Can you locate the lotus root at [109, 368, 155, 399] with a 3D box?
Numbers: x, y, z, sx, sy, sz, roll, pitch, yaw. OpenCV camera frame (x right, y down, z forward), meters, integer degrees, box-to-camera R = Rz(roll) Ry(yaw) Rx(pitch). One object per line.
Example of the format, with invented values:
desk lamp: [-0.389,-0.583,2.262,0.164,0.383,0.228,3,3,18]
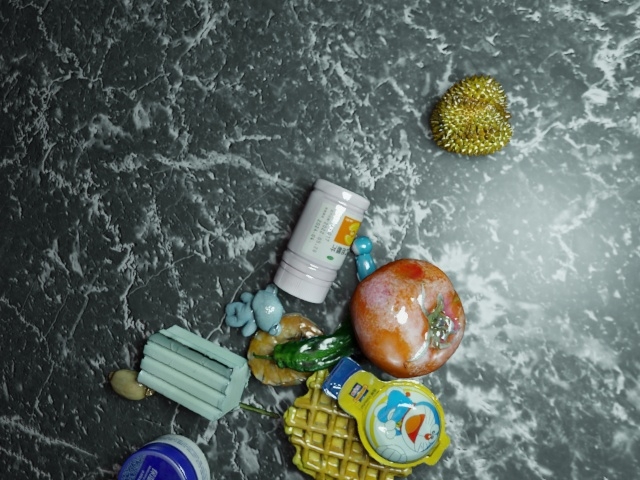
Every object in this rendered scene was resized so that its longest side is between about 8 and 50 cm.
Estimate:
lotus root: [-0.497,0.380,1.114,0.151,0.062,0.072,10,92,19]

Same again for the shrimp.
shrimp: [-0.025,0.243,0.972,0.317,0.062,0.164,-11,78,16]

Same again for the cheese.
cheese: [0.130,0.341,0.838,0.271,0.069,0.176,36,90,3]

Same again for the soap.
soap: [-0.308,0.321,1.040,0.262,0.094,0.150,19,99,19]

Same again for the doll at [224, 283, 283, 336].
doll: [-0.154,0.172,1.013,0.180,0.075,0.119,-17,76,43]

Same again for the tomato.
tomato: [0.159,0.146,0.825,0.189,0.232,0.231,-9,85,57]

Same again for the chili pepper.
chili pepper: [-0.016,0.221,0.912,0.279,0.065,0.122,-23,38,-2]

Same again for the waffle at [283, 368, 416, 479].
waffle: [0.076,0.408,0.903,0.301,0.058,0.281,36,92,1]

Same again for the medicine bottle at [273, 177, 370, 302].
medicine bottle: [0.000,0.000,0.929,0.134,0.133,0.249,27,96,17]

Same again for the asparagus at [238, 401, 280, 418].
asparagus: [-0.147,0.414,1.026,0.115,0.015,0.014,8,89,19]

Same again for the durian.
durian: [0.301,-0.247,0.845,0.168,0.137,0.158,7,71,31]

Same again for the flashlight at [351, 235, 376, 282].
flashlight: [0.103,0.054,0.940,0.051,0.051,0.128,-15,87,17]

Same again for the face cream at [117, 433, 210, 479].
face cream: [-0.382,0.596,1.047,0.206,0.111,0.205,0,89,17]
